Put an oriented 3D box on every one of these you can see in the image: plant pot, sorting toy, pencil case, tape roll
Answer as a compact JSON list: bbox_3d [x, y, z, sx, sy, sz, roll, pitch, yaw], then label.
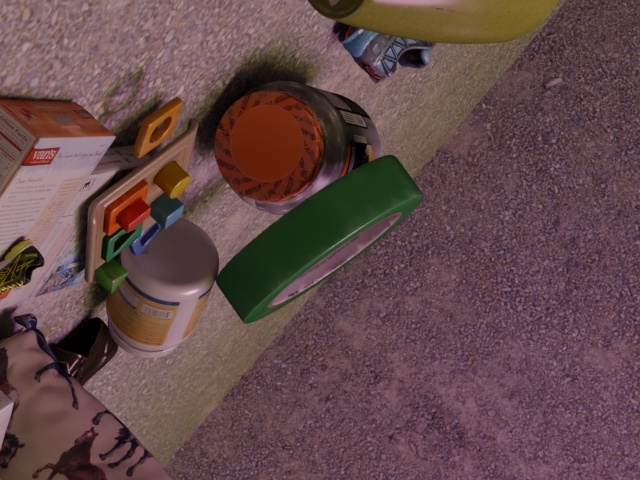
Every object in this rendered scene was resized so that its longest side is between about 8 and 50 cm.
[{"bbox_3d":[0.121,-0.367,1.401,0.293,0.275,0.275,-20,152,-40],"label":"plant pot"},{"bbox_3d":[-0.216,-0.042,1.376,0.196,0.047,0.347,-46,170,-29],"label":"sorting toy"},{"bbox_3d":[-0.303,0.292,1.433,0.160,0.410,0.183,-44,179,36],"label":"pencil case"},{"bbox_3d":[0.000,0.000,1.601,0.321,0.077,0.321,-35,174,-4],"label":"tape roll"}]

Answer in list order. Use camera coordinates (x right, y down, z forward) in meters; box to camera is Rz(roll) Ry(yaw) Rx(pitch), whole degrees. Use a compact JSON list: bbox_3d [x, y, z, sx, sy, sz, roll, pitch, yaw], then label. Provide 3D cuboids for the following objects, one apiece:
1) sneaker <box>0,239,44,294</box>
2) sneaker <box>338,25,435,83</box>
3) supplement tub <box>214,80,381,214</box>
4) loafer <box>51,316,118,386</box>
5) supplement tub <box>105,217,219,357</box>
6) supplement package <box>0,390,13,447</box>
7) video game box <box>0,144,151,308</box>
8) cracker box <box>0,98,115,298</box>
[{"bbox_3d":[-0.319,0.038,1.135,0.083,0.035,0.031,-49,169,-3],"label":"sneaker"},{"bbox_3d":[0.140,-0.339,1.793,0.262,0.125,0.104,-39,-168,-32],"label":"sneaker"},{"bbox_3d":[-0.033,-0.136,1.650,0.193,0.193,0.316,-52,169,13],"label":"supplement tub"},{"bbox_3d":[-0.394,0.193,1.662,0.220,0.080,0.078,-53,151,-40],"label":"loafer"},{"bbox_3d":[-0.241,0.073,1.646,0.144,0.144,0.199,-41,166,-40],"label":"supplement tub"},{"bbox_3d":[-0.499,0.257,1.223,0.262,0.145,0.204,-41,166,-43],"label":"supplement package"},{"bbox_3d":[-0.304,-0.020,1.330,0.205,0.048,0.187,-53,168,18],"label":"video game box"},{"bbox_3d":[-0.328,-0.035,1.131,0.232,0.067,0.156,-52,170,15],"label":"cracker box"}]
